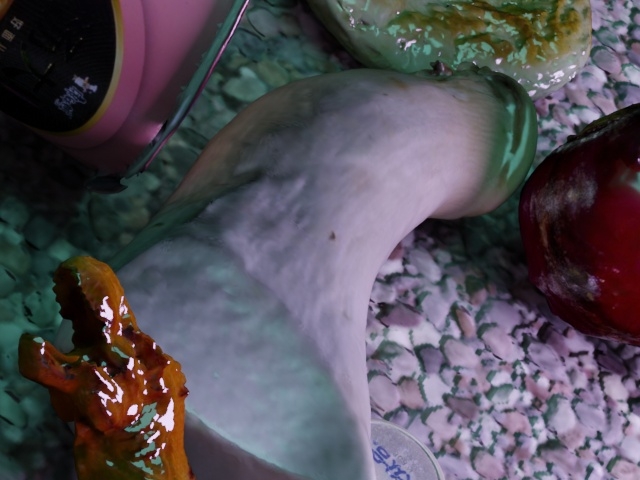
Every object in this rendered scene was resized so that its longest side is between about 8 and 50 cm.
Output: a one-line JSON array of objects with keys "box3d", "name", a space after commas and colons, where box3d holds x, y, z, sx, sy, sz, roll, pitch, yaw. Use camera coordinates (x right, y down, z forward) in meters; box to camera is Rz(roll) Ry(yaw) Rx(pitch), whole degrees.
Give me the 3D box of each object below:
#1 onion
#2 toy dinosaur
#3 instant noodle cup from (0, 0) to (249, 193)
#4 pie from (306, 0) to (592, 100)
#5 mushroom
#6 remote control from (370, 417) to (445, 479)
[{"box3d": [0.200, 0.016, 1.188, 0.173, 0.135, 0.198, -13, 92, -39], "name": "onion"}, {"box3d": [-0.062, 0.226, 0.863, 0.208, 0.097, 0.432, -31, 100, -31], "name": "toy dinosaur"}, {"box3d": [-0.171, -0.181, 1.047, 0.255, 0.244, 0.244, 26, 46, -17], "name": "instant noodle cup"}, {"box3d": [0.083, -0.184, 1.326, 0.240, 0.054, 0.240, 16, 47, -18], "name": "pie"}, {"box3d": [0.001, 0.000, 1.078, 0.177, 0.126, 0.397, 24, 40, 5], "name": "mushroom"}, {"box3d": [-0.017, 0.164, 0.996, 0.078, 0.042, 0.221, 46, 48, 11], "name": "remote control"}]
